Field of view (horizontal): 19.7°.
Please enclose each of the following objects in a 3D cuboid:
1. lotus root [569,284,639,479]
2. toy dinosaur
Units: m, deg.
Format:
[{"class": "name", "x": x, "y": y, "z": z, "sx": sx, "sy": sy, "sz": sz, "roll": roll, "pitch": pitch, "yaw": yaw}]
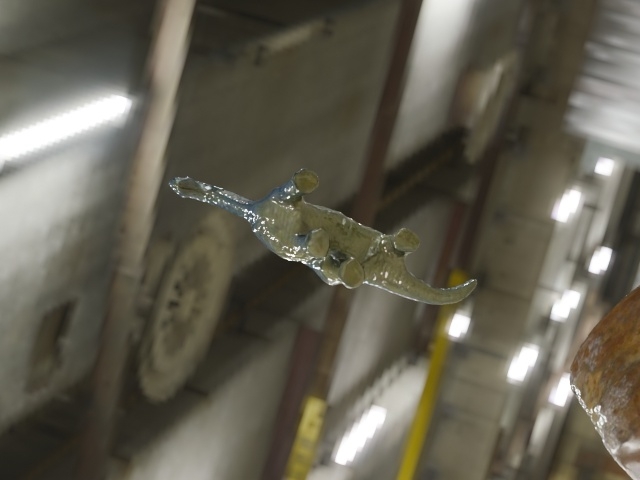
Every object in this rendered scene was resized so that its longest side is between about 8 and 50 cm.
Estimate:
[{"class": "lotus root", "x": 0.175, "y": 0.077, "z": 0.830, "sx": 0.081, "sy": 0.112, "sz": 0.122, "roll": -43, "pitch": 25, "yaw": 9}, {"class": "toy dinosaur", "x": 0.000, "y": 0.000, "z": 1.586, "sx": 0.075, "sy": 0.247, "sz": 0.188, "roll": -68, "pitch": 20, "yaw": -7}]
